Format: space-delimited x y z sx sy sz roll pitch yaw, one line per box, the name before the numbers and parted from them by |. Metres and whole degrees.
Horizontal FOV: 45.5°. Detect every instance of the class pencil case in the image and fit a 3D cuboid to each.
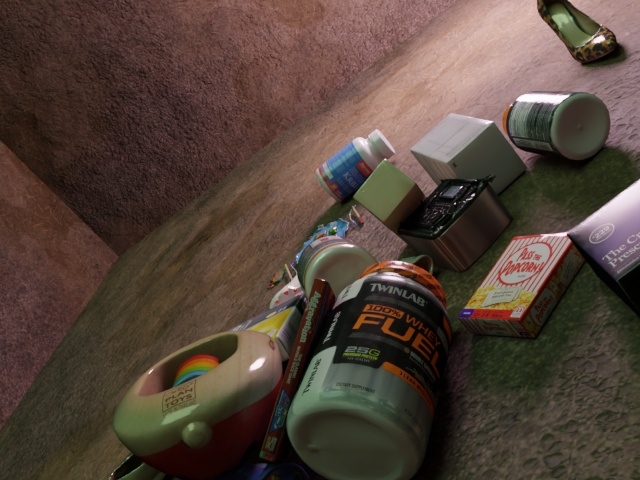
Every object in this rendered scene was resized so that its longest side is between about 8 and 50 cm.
pencil case | -0.128 0.422 1.281 0.306 0.133 0.119 -15 74 55

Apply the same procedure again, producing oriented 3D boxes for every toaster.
toaster | 0.270 -0.038 1.520 0.168 0.110 0.185 -46 18 -12

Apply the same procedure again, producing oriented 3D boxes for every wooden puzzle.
wooden puzzle | -0.120 0.104 2.153 0.049 0.006 0.083 -24 25 43

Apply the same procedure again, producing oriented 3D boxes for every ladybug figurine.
ladybug figurine | -0.197 0.286 1.330 0.305 0.162 0.449 -23 7 0

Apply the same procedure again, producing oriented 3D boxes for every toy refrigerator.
toy refrigerator | 0.159 -0.080 1.624 0.102 0.094 0.269 -51 -19 4

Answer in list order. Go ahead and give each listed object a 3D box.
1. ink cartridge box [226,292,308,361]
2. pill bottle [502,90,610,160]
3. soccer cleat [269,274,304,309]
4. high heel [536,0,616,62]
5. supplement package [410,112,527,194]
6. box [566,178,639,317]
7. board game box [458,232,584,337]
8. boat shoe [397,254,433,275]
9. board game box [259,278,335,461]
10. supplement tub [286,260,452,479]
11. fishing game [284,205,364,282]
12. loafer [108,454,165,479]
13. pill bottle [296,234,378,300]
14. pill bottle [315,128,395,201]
ink cartridge box | -0.177 0.246 1.696 0.307 0.072 0.303 -26 9 14
pill bottle | 0.463 -0.238 1.551 0.130 0.130 0.245 -43 18 -2
soccer cleat | -0.055 0.123 1.897 0.196 0.068 0.076 -43 12 -25
high heel | 0.602 -0.524 1.823 0.093 0.186 0.261 -39 18 8
supplement package | 0.323 -0.182 1.700 0.139 0.134 0.244 -41 18 1
box | 0.500 -0.025 1.048 0.261 0.103 0.184 -39 16 10
board game box | 0.333 0.071 1.249 0.193 0.045 0.147 -50 20 -24
boat shoe | 0.148 0.120 1.449 0.088 0.096 0.267 -31 12 42
board game box | -0.032 0.209 1.222 0.145 0.027 0.281 72 -145 -76
supplement tub | 0.090 0.197 1.201 0.207 0.207 0.338 -28 23 35
fishing game | 0.000 0.000 2.095 0.264 0.041 0.189 -39 21 8
loafer | -0.356 0.453 1.658 0.268 0.092 0.102 -55 28 -17
pill bottle | 0.033 0.072 1.643 0.162 0.162 0.278 -42 10 0
pill bottle | 0.106 -0.225 2.253 0.221 0.124 0.124 -38 19 15
